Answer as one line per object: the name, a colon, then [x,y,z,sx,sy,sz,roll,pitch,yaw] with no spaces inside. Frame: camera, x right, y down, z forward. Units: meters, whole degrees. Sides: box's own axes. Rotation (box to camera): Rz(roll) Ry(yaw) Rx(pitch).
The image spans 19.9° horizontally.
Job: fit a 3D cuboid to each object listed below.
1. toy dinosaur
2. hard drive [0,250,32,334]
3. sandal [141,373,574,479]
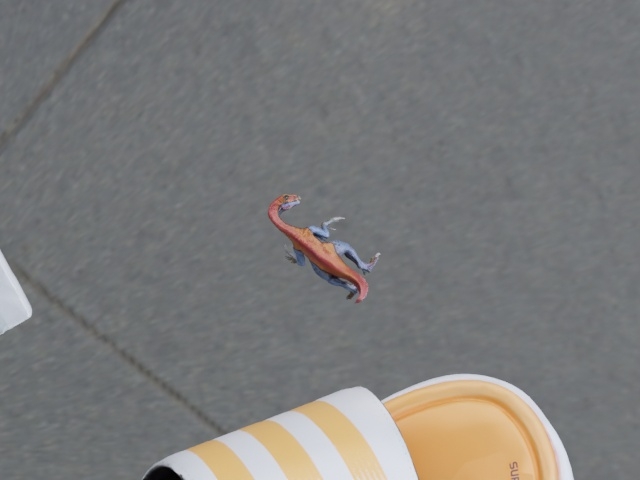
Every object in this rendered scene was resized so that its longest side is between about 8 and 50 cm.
toy dinosaur: [0.000,0.000,1.264,0.082,0.090,0.047,35,88,-9]
hard drive: [-0.304,-0.095,1.240,0.040,0.203,0.307,-32,118,-14]
sandal: [-0.035,0.115,0.550,0.265,0.076,0.102,-29,53,-15]
